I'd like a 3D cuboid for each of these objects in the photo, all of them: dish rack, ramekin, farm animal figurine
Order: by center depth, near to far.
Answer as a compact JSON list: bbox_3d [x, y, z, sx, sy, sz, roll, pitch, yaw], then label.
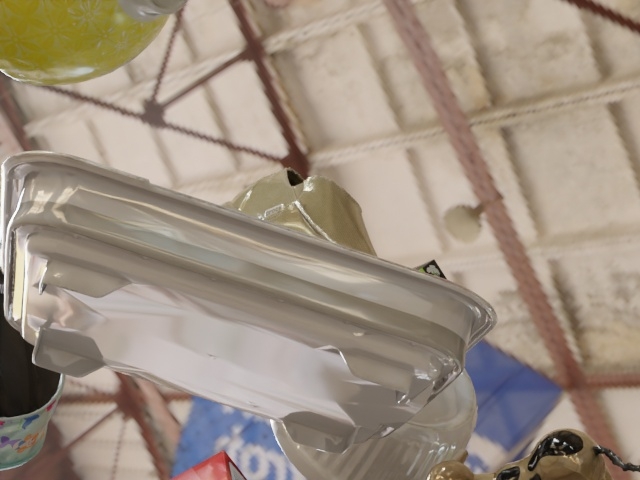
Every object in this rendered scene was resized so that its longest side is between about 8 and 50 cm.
[{"bbox_3d":[-0.070,0.063,0.977,0.333,0.072,0.285,17,-24,-6],"label":"dish rack"},{"bbox_3d":[0.102,0.306,1.252,0.172,0.330,0.327,41,-22,-16],"label":"farm animal figurine"},{"bbox_3d":[0.063,0.169,1.446,0.207,0.207,0.109,41,-56,15],"label":"ramekin"}]

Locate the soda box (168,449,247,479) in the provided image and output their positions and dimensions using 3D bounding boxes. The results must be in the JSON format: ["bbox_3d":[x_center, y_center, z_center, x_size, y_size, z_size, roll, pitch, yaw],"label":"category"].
[{"bbox_3d":[-0.037,0.200,0.518,0.083,0.092,0.263,58,5,-29],"label":"soda box"}]

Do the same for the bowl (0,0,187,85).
[{"bbox_3d":[-0.216,-0.293,1.428,0.156,0.289,0.289,10,-52,27],"label":"bowl"}]

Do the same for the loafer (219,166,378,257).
[{"bbox_3d":[0.000,0.000,1.151,0.102,0.092,0.268,43,-6,-37],"label":"loafer"}]

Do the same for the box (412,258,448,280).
[{"bbox_3d":[0.090,0.069,1.407,0.062,0.083,0.052,57,-32,-4],"label":"box"}]

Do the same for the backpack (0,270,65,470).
[{"bbox_3d":[-0.390,0.133,1.512,0.191,0.225,0.253,-65,-148,33],"label":"backpack"}]
